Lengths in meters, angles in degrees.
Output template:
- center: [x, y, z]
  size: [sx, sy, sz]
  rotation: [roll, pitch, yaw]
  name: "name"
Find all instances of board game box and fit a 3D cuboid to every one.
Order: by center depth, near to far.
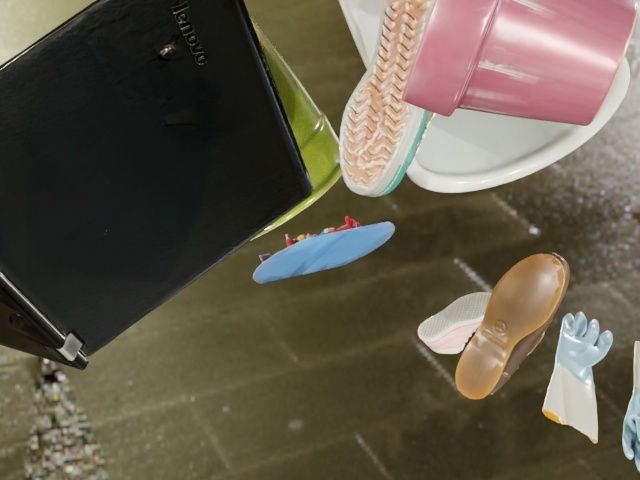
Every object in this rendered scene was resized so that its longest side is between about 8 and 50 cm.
- center: [0.000, 0.000, 1.337]
  size: [0.169, 0.133, 0.033]
  rotation: [-12, 73, -30]
  name: "board game box"

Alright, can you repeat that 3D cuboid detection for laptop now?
- center: [-0.264, -0.074, 0.985]
  size: [0.408, 0.382, 0.236]
  rotation: [14, 67, 17]
  name: "laptop"

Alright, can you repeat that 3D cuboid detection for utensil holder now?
- center: [0.205, -0.314, 1.692]
  size: [0.327, 0.327, 0.385]
  rotation: [-10, 60, -20]
  name: "utensil holder"

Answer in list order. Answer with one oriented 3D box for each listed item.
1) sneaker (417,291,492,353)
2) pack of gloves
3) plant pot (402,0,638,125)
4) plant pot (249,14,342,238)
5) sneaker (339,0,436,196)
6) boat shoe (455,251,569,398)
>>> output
- center: [0.222, 0.131, 1.855]
  size: [0.134, 0.070, 0.051]
  rotation: [-28, 48, 7]
  name: "sneaker"
- center: [0.384, 0.207, 1.581]
  size: [0.195, 0.046, 0.232]
  rotation: [33, 40, -4]
  name: "pack of gloves"
- center: [0.193, -0.198, 1.136]
  size: [0.180, 0.201, 0.201]
  rotation: [20, 33, 1]
  name: "plant pot"
- center: [-0.192, -0.209, 1.773]
  size: [0.366, 0.353, 0.366]
  rotation: [-22, 22, 9]
  name: "plant pot"
- center: [0.118, -0.188, 1.424]
  size: [0.108, 0.302, 0.121]
  rotation: [16, -2, 42]
  name: "sneaker"
- center: [0.228, 0.094, 1.397]
  size: [0.073, 0.207, 0.073]
  rotation: [43, 29, 21]
  name: "boat shoe"
